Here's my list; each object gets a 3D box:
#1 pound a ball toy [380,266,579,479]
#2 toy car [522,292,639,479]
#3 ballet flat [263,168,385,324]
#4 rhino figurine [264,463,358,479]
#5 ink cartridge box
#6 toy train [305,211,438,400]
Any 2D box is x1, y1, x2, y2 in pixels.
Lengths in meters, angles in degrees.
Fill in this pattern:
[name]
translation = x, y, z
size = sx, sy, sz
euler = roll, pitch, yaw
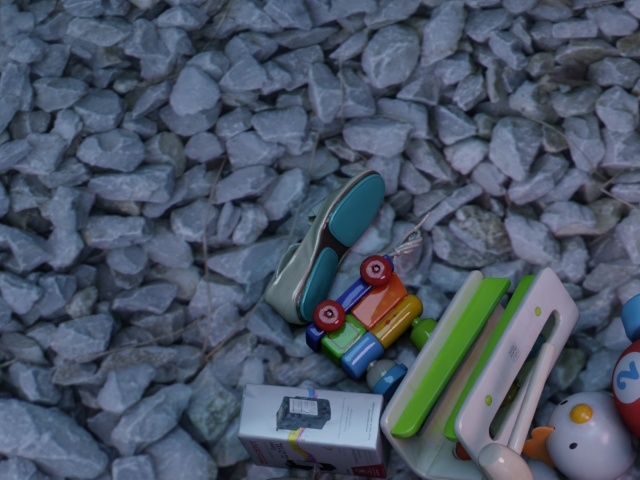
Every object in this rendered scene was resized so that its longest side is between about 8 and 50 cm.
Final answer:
[pound a ball toy]
translation = 0.225, 0.184, 1.589
size = 0.208, 0.136, 0.319
euler = -4, 41, 44
[toy car]
translation = 0.349, 0.217, 1.580
size = 0.238, 0.210, 0.219
euler = -18, 49, 12
[ballet flat]
translation = 0.000, 0.000, 1.812
size = 0.086, 0.086, 0.248
euler = 23, 68, 19
[rhino figurine]
translation = -0.061, 0.350, 1.627
size = 0.243, 0.073, 0.106
euler = -27, 64, -8
[ink cartridge box]
translation = -0.005, 0.239, 1.648
size = 0.175, 0.127, 0.072
euler = 3, 64, 11
[toy train]
translation = 0.110, 0.085, 1.737
size = 0.248, 0.105, 0.143
euler = -43, 74, -15
